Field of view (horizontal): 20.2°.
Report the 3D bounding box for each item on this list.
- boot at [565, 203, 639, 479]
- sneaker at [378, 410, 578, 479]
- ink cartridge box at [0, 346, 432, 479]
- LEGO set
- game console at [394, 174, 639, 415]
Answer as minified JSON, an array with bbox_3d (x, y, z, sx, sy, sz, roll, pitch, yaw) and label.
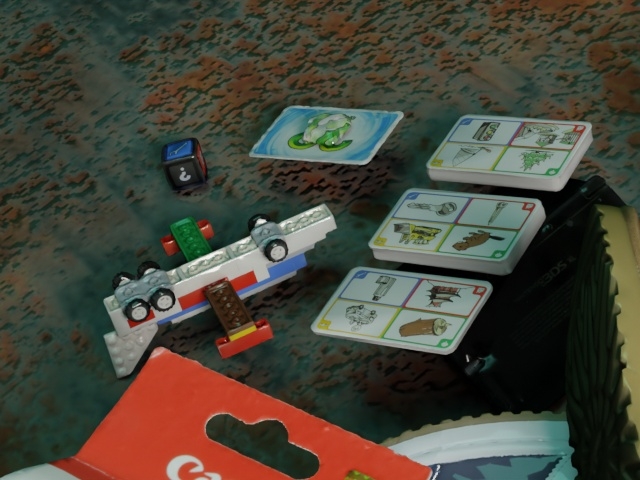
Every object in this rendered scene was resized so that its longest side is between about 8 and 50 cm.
[{"bbox_3d":[0.235,0.088,0.664,0.270,0.089,0.236,2,47,-6],"label":"boot"},{"bbox_3d":[0.124,0.155,0.725,0.282,0.099,0.153,-5,47,8],"label":"sneaker"},{"bbox_3d":[-0.065,0.118,0.668,0.145,0.045,0.179,21,61,31],"label":"ink cartridge box"},{"bbox_3d":[0.000,0.000,0.931,0.244,0.060,0.182,6,41,30],"label":"LEGO set"},{"bbox_3d":[0.101,0.026,0.904,0.122,0.071,0.107,-39,80,-17],"label":"game console"}]
